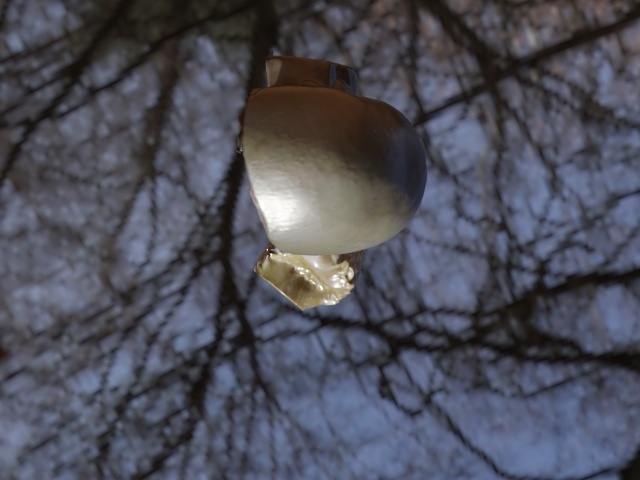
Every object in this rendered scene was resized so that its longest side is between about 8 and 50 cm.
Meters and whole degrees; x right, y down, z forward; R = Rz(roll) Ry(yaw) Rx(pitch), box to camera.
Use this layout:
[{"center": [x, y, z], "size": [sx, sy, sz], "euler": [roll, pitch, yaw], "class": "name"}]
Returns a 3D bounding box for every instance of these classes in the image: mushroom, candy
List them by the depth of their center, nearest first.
[{"center": [0.018, -0.056, 1.313], "size": [0.117, 0.141, 0.188], "euler": [8, 179, 15], "class": "mushroom"}, {"center": [0.000, 0.000, 1.553], "size": [0.095, 0.085, 0.110], "euler": [-23, -144, 42], "class": "candy"}]
